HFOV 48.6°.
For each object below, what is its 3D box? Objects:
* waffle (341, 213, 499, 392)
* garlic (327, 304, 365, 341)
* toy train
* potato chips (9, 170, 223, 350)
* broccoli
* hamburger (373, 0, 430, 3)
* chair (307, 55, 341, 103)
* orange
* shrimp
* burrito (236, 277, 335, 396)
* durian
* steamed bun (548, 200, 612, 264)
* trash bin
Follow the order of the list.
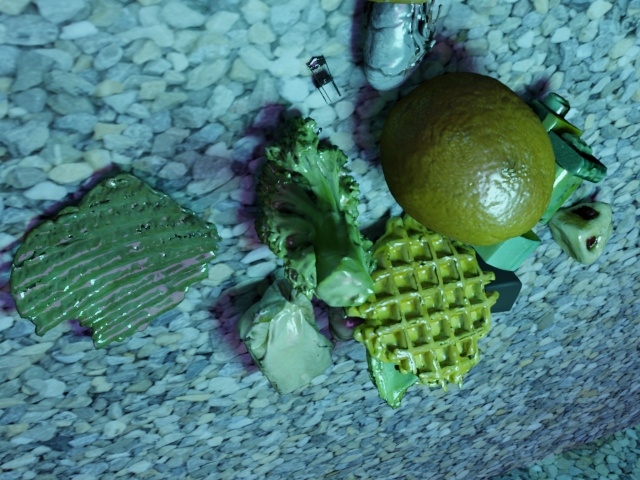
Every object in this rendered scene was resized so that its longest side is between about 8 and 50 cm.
[{"bbox_3d":[0.250,0.141,1.652,0.380,0.382,0.095,32,156,-18],"label":"waffle"},{"bbox_3d":[0.066,0.173,1.736,0.102,0.147,0.159,-5,119,-1],"label":"garlic"},{"bbox_3d":[0.447,-0.130,1.593,0.160,0.253,0.397,13,123,-41],"label":"toy train"},{"bbox_3d":[-0.379,0.056,1.392,0.389,0.097,0.373,-39,139,10],"label":"potato chips"},{"bbox_3d":[0.017,0.011,1.372,0.275,0.397,0.353,-40,146,11],"label":"broccoli"},{"bbox_3d":[0.075,-0.465,1.045,0.243,0.286,0.146,-58,-177,-30],"label":"hamburger"},{"bbox_3d":[0.007,-0.301,1.330,0.037,0.042,0.086,-30,103,-4],"label":"chair"},{"bbox_3d":[0.294,-0.154,1.412,0.322,0.322,0.357,-42,109,12],"label":"orange"},{"bbox_3d":[0.155,-0.410,1.249,0.145,0.116,0.343,-13,142,-21],"label":"shrimp"},{"bbox_3d":[-0.088,0.216,1.692,0.190,0.135,0.331,-28,138,-4],"label":"burrito"},{"bbox_3d":[0.193,0.212,1.719,0.163,0.394,0.198,3,175,19],"label":"durian"},{"bbox_3d":[0.729,-0.037,1.942,0.155,0.141,0.172,-39,135,2],"label":"steamed bun"},{"bbox_3d":[0.377,0.114,1.855,0.226,0.165,0.115,-8,135,-21],"label":"trash bin"}]
